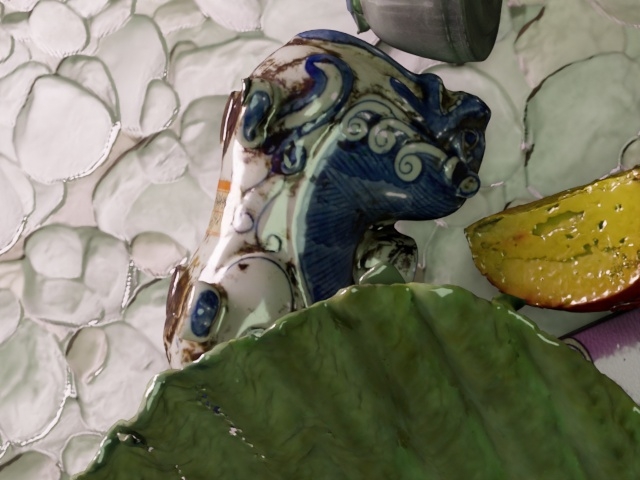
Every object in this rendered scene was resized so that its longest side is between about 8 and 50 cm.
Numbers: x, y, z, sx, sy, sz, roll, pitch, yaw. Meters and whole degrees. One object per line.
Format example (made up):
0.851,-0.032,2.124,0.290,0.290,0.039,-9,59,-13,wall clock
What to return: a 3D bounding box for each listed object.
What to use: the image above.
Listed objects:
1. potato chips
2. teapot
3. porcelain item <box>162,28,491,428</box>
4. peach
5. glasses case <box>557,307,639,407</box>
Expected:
0.026,0.193,0.998,0.389,0.097,0.373,36,111,-21,potato chips
0.070,-0.199,1.061,0.108,0.111,0.149,2,96,20,teapot
0.000,0.000,1.067,0.186,0.138,0.288,17,87,-11,porcelain item
0.193,0.004,1.037,0.172,0.127,0.092,-21,91,10,peach
0.241,0.102,1.057,0.316,0.076,0.123,-25,90,6,glasses case
